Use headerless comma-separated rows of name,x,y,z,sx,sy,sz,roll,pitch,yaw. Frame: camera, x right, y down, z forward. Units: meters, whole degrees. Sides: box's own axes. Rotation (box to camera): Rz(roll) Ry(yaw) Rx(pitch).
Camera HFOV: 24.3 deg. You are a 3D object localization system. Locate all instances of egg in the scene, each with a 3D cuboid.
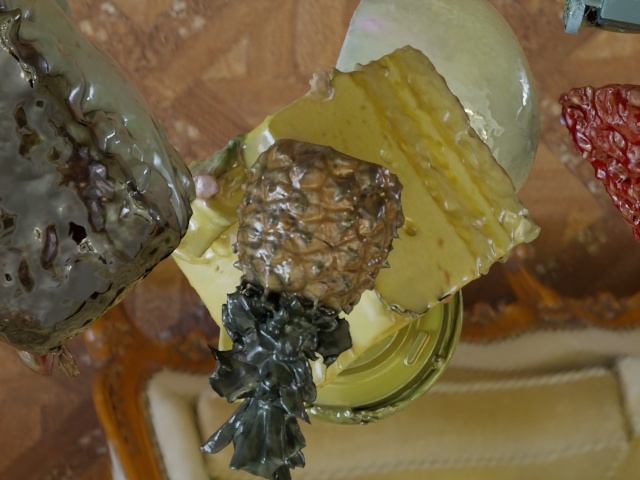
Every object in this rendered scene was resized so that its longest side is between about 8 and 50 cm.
egg,0.149,-0.146,1.702,0.201,0.337,0.337,11,131,21

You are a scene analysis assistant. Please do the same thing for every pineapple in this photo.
pineapple,-0.021,0.054,1.104,0.128,0.128,0.248,18,88,-30

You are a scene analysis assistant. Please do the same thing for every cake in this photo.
cake,0.000,0.000,1.292,0.286,0.227,0.222,-31,175,-46

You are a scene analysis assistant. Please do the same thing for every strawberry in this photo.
strawberry,0.263,-0.028,0.975,0.234,0.234,0.178,-2,89,-19

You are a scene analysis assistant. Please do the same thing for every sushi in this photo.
sushi,-0.202,-0.076,0.789,0.182,0.196,0.343,-32,104,14

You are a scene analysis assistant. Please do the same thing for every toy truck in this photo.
toy truck,0.242,-0.224,1.165,0.085,0.191,0.116,13,112,4

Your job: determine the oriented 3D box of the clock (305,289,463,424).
clock,0.028,0.070,1.521,0.237,0.237,0.057,-32,158,4
